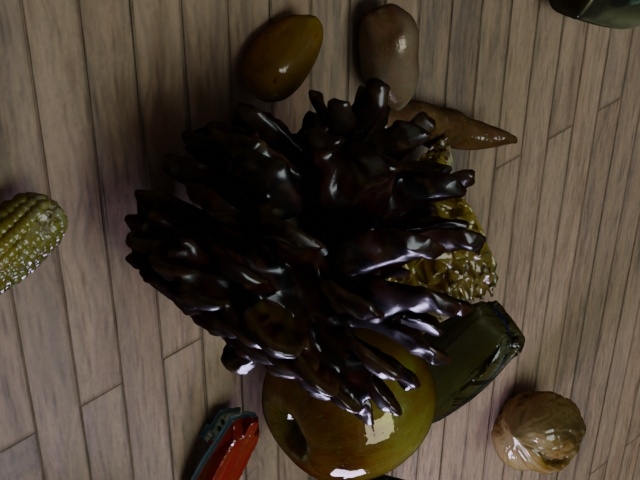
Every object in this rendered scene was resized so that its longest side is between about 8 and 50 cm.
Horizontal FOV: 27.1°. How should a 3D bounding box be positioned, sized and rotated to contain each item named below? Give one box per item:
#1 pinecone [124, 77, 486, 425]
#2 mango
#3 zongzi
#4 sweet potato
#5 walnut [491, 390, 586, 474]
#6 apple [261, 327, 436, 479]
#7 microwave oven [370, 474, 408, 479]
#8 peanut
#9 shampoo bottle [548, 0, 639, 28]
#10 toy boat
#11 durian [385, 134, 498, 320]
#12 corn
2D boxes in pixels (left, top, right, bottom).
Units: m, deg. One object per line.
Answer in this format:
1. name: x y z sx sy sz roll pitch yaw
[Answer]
1. pinecone: 0.000 0.000 1.447 0.397 0.397 0.398 -29 137 -32
2. mango: -0.040 -0.210 1.522 0.114 0.060 0.080 -59 147 -1
3. zongzi: 0.132 0.205 1.939 0.289 0.123 0.260 -16 159 -38
4. sweet potato: 0.162 -0.154 1.800 0.067 0.059 0.281 -25 164 37
5. walnut: 0.389 0.344 2.383 0.184 0.155 0.155 8 111 -49
6. apple: 0.042 0.219 1.808 0.207 0.237 0.237 -27 136 -29
7. microwave oven: 0.082 0.512 2.014 0.295 0.237 0.181 -60 157 -47
8. peanut: 0.084 -0.225 1.641 0.076 0.076 0.152 -34 139 -28
9. shampoo bottle: 0.464 -0.374 1.962 0.350 0.084 0.126 -5 119 -48
10. toy boat: -0.139 0.296 1.810 0.069 0.059 0.173 -2 125 -48
11. durian: 0.134 0.036 1.811 0.195 0.186 0.305 -22 143 -8
12. corn: -0.386 0.059 1.307 0.320 0.097 0.097 -40 142 -25
